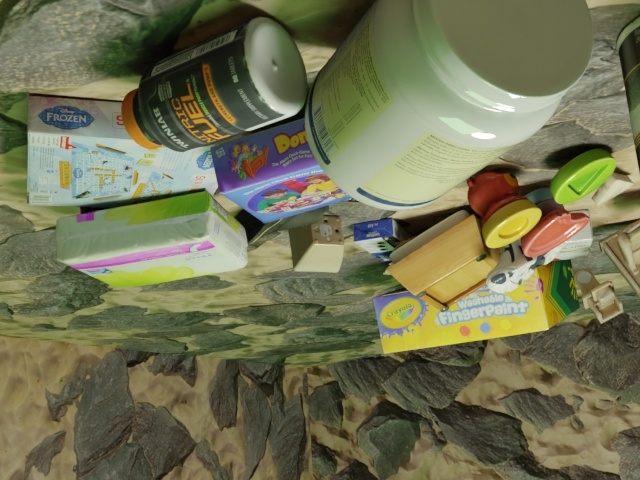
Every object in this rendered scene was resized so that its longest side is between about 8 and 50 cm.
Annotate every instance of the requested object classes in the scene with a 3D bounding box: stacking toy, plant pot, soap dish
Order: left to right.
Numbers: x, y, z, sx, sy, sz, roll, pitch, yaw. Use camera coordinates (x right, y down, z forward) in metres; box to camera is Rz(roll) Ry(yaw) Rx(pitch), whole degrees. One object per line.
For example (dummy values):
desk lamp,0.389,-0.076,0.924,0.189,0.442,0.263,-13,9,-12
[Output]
plant pot,0.000,0.000,1.874,0.109,0.109,0.096,3,150,-21
soap dish,0.303,0.056,1.970,0.229,0.118,0.291,-33,157,13
stacking toy,0.448,-0.104,1.685,0.279,0.130,0.309,-40,152,21

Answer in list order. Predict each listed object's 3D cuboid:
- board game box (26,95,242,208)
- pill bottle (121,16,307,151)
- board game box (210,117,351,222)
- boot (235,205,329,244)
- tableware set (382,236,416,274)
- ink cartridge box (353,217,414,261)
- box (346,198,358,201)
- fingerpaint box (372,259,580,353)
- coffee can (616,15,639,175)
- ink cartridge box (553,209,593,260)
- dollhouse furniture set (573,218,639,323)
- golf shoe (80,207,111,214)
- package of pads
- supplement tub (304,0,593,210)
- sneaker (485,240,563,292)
board game box,-0.319,-0.132,1.406,0.317,0.066,0.318,2,163,-19
pill bottle,-0.149,-0.193,1.119,0.245,0.131,0.130,-15,160,33
board game box,0.032,-0.130,1.338,0.347,0.078,0.233,-15,167,9
boot,-0.087,-0.036,1.786,0.137,0.077,0.198,2,165,-36
tableware set,0.220,0.025,1.993,0.141,0.020,0.169,-19,155,-18
ink cartridge box,0.158,0.001,1.999,0.097,0.046,0.207,-9,163,21
box,0.153,-0.117,1.600,0.184,0.045,0.190,1,163,-22
fingerpaint box,0.422,0.170,2.261,0.444,0.163,0.371,-13,178,28
coffee can,0.514,-0.157,1.119,0.201,0.275,0.201,-3,163,-1
ink cartridge box,0.569,-0.007,2.006,0.127,0.072,0.175,-6,164,12
dollhouse furniture set,0.678,-0.023,1.872,0.303,0.174,0.355,-30,141,5
golf shoe,-0.369,-0.069,1.644,0.186,0.068,0.086,0,-169,-14
package of pads,-0.303,0.007,1.577,0.296,0.101,0.229,-9,163,11
supplement tub,0.139,-0.189,1.005,0.235,0.236,0.325,3,162,-21
sneaker,0.410,0.011,1.863,0.235,0.153,0.094,-33,150,-24
